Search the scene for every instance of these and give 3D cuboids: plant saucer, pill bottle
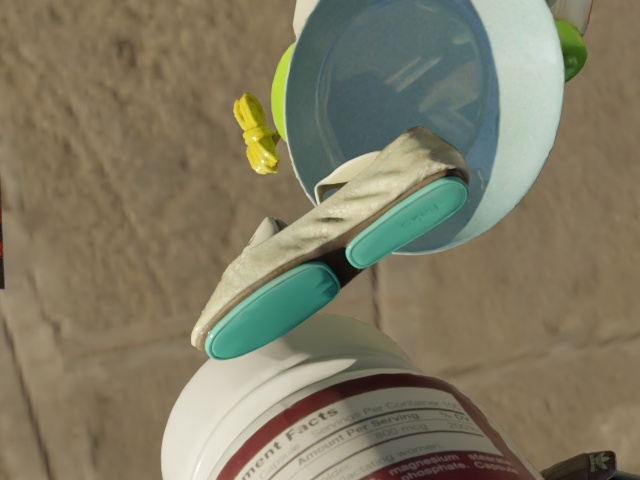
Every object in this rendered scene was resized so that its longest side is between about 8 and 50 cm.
[{"bbox_3d":[0.057,-0.090,1.170,0.195,0.037,0.195,-7,106,-26],"label":"plant saucer"},{"bbox_3d":[0.050,0.216,1.147,0.224,0.392,0.224,-10,120,-18],"label":"pill bottle"}]

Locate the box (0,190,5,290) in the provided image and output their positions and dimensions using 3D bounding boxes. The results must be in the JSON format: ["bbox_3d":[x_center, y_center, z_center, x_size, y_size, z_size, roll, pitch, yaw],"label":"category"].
[{"bbox_3d":[-0.353,-0.100,1.511,0.201,0.293,0.057,-2,178,-33],"label":"box"}]

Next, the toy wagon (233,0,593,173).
[{"bbox_3d":[0.057,-0.165,1.351,0.068,0.267,0.344,4,145,-37],"label":"toy wagon"}]

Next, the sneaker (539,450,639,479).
[{"bbox_3d":[0.229,0.208,1.358,0.071,0.066,0.188,-33,129,31],"label":"sneaker"}]

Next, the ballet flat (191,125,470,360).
[{"bbox_3d":[0.000,0.000,0.997,0.168,0.052,0.057,-32,146,-4],"label":"ballet flat"}]
